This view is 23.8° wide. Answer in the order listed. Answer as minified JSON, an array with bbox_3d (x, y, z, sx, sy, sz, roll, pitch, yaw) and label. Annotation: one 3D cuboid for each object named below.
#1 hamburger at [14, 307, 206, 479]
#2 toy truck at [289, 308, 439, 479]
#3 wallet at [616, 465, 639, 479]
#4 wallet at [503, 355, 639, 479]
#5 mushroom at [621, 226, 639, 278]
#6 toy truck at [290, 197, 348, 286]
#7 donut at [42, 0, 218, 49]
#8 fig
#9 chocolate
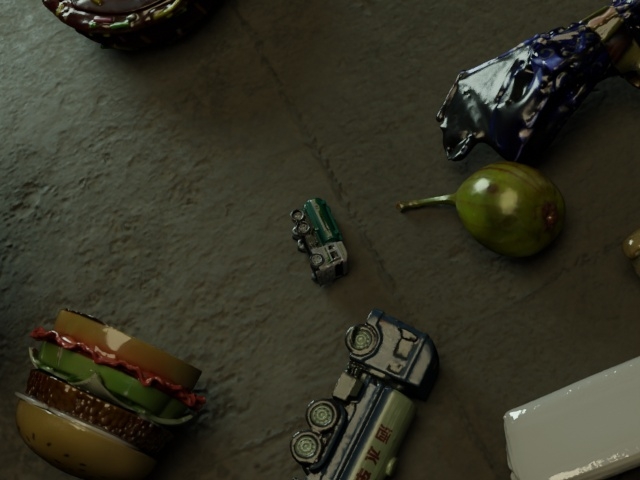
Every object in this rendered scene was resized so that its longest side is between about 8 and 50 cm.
[{"bbox_3d":[-0.201,0.149,1.379,0.175,0.175,0.137,22,79,25],"label":"hamburger"},{"bbox_3d":[0.036,0.165,1.347,0.088,0.074,0.201,22,74,20],"label":"toy truck"},{"bbox_3d":[0.247,0.307,1.209,0.165,0.042,0.309,18,68,48],"label":"wallet"},{"bbox_3d":[0.244,0.156,1.288,0.190,0.033,0.095,-26,49,16],"label":"wallet"},{"bbox_3d":[0.325,0.071,1.320,0.059,0.054,0.202,-26,67,11],"label":"mushroom"},{"bbox_3d":[0.000,0.000,1.457,0.044,0.039,0.083,-19,59,-9],"label":"toy truck"},{"bbox_3d":[-0.191,-0.306,1.631,0.235,0.089,0.235,-7,63,14],"label":"donut"},{"bbox_3d":[0.144,-0.042,1.405,0.166,0.093,0.093,24,74,26],"label":"fig"},{"bbox_3d":[0.257,-0.181,1.416,0.343,0.126,0.148,-37,63,-2],"label":"chocolate"}]
